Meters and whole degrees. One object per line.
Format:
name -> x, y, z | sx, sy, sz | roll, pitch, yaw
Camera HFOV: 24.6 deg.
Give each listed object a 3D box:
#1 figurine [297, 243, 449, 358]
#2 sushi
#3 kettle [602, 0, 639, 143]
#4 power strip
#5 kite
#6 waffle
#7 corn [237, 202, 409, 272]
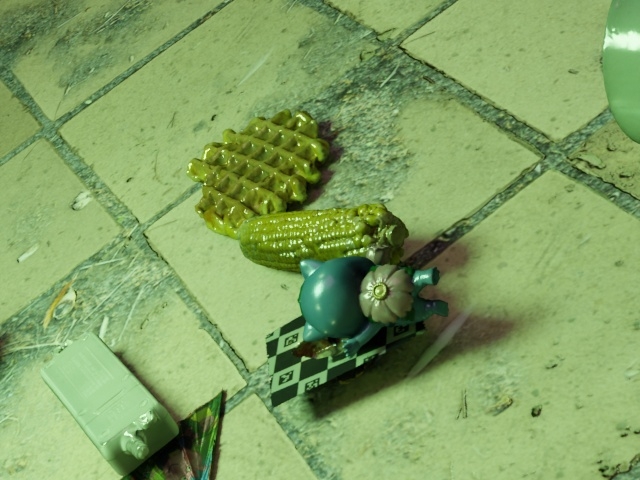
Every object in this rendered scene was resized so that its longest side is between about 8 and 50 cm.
figurine -> 0.066, 0.065, 1.728 | 0.178, 0.114, 0.144 | -4, 13, 26
sushi -> 0.035, 0.126, 1.801 | 0.210, 0.040, 0.192 | -29, 25, 9
kettle -> 0.578, -0.223, 1.675 | 0.361, 0.250, 0.377 | -22, 24, -40
power strip -> -0.277, 0.210, 1.908 | 0.098, 0.058, 0.338 | -37, 29, -12
kite -> -0.206, 0.309, 1.788 | 0.321, 0.016, 0.234 | -43, 37, -14
waffle -> -0.104, -0.097, 2.181 | 0.249, 0.056, 0.253 | -9, 41, 31
corn -> 0.000, 0.000, 1.920 | 0.320, 0.097, 0.097 | 0, 45, 52
